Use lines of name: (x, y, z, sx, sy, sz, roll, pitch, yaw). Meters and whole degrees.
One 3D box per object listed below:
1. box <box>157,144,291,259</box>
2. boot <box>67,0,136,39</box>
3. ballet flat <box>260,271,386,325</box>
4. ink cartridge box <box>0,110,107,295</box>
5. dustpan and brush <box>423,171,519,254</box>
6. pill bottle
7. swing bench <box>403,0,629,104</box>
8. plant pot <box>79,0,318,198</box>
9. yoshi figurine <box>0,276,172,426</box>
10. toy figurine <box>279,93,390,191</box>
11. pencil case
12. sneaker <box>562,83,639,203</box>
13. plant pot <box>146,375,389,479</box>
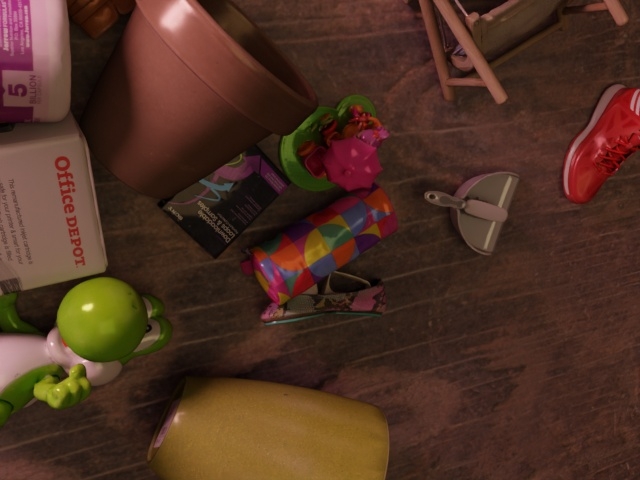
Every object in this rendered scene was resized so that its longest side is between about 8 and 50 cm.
box: (-0.136, -0.067, 1.081, 0.162, 0.029, 0.116, -46, 118, -3)
boot: (-0.321, -0.306, 0.904, 0.197, 0.073, 0.152, -35, 121, -7)
ballet flat: (0.006, 0.087, 1.175, 0.222, 0.077, 0.079, -2, 88, -28)
ink cartridge box: (-0.411, -0.038, 0.895, 0.273, 0.114, 0.196, -12, 126, -19)
dustpan and brush: (0.244, -0.056, 1.234, 0.211, 0.060, 0.147, 13, 100, -27)
pill bottle: (-0.425, -0.205, 0.784, 0.302, 0.169, 0.169, -4, 107, -22)
swing bench: (0.270, -0.371, 1.096, 0.253, 0.165, 0.254, -32, 111, -11)
plant pot: (-0.171, -0.181, 0.932, 0.229, 0.263, 0.263, -43, 119, 15)
yoshi figurine: (-0.368, 0.138, 0.955, 0.362, 0.203, 0.203, -21, 107, -20)
toy figurine: (0.045, -0.131, 1.068, 0.173, 0.159, 0.130, -41, 118, -8)
pencil case: (0.000, 0.000, 1.123, 0.236, 0.104, 0.104, -30, 115, -13)
sneaker: (0.504, -0.158, 1.279, 0.087, 0.128, 0.221, 16, 98, -26)
plant pot: (-0.093, 0.319, 1.109, 0.294, 0.275, 0.274, 26, 95, -13)
